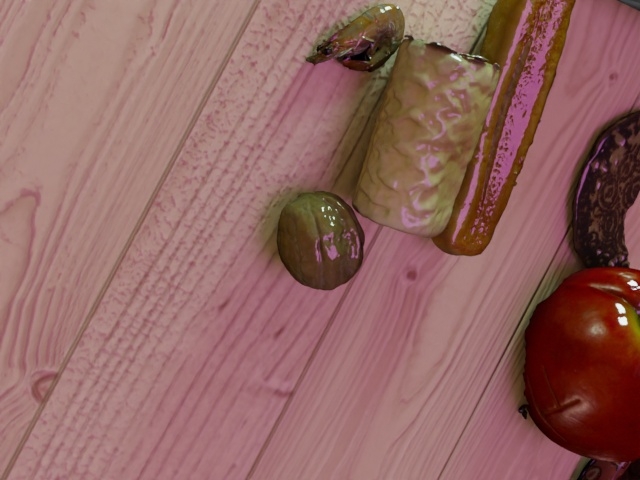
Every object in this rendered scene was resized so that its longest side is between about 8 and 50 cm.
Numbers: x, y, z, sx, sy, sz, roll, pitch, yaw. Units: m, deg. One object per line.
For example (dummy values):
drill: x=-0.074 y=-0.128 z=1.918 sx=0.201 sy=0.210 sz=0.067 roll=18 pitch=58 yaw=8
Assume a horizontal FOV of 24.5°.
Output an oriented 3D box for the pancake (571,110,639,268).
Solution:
pancake: x=0.336 y=-0.055 z=1.598 sx=0.190 sy=0.020 sz=0.184 roll=-45 pitch=129 yaw=-15

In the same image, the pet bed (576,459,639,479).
pet bed: x=0.366 y=0.308 z=1.745 sx=0.201 sy=0.053 sz=0.201 roll=-16 pitch=120 yaw=-29

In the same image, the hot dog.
hot dog: x=0.168 y=-0.122 z=1.405 sx=0.088 sy=0.061 sz=0.286 roll=16 pitch=98 yaw=-39

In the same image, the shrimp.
shrimp: x=0.036 y=-0.170 z=1.305 sx=0.108 sy=0.023 sz=0.059 roll=-35 pitch=134 yaw=-24

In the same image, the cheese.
cheese: x=0.094 y=-0.092 z=1.321 sx=0.123 sy=0.094 sz=0.167 roll=-39 pitch=147 yaw=-80

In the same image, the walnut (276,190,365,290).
walnut: x=0.000 y=0.000 z=1.304 sx=0.092 sy=0.092 sz=0.092 roll=-16 pitch=117 yaw=-34

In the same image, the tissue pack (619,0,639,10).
tissue pack: x=0.401 y=-0.296 z=1.512 sx=0.263 sy=0.089 sz=0.177 roll=17 pitch=95 yaw=-40

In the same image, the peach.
peach: x=0.306 y=0.135 z=1.578 sx=0.196 sy=0.226 sz=0.190 roll=20 pitch=57 yaw=-10
